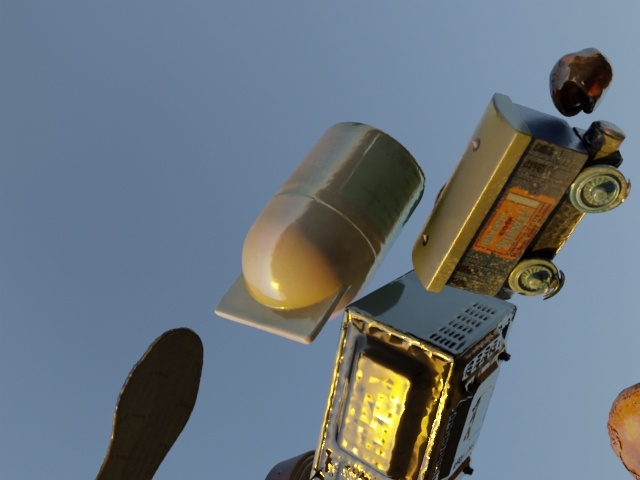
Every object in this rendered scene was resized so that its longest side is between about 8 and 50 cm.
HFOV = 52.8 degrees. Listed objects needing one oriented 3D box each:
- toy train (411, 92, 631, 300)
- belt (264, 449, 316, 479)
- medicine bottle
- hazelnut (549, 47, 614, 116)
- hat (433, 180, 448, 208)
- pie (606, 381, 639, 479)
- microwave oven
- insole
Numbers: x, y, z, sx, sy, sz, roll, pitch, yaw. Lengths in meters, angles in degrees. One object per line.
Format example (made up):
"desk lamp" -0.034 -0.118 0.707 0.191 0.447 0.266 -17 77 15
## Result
"toy train" 0.264 -0.045 0.876 0.202 0.131 0.299 14 -54 -11
"belt" -0.045 0.657 1.497 0.217 0.122 0.338 43 -145 -21
"medicine bottle" 0.000 0.000 1.165 0.235 0.236 0.406 51 -122 -28
"hazelnut" 0.330 -0.199 0.816 0.086 0.086 0.086 -7 -76 -28
"hat" 0.418 -0.047 1.657 0.257 0.257 0.130 -47 -23 -13
"pie" 0.552 0.327 0.959 0.069 0.273 0.273 -22 -69 -20
"microwave oven" 0.162 0.265 1.071 0.286 0.218 0.355 -21 -52 -53
"insole" -0.244 0.276 0.854 0.119 0.009 0.348 27 -92 -42
